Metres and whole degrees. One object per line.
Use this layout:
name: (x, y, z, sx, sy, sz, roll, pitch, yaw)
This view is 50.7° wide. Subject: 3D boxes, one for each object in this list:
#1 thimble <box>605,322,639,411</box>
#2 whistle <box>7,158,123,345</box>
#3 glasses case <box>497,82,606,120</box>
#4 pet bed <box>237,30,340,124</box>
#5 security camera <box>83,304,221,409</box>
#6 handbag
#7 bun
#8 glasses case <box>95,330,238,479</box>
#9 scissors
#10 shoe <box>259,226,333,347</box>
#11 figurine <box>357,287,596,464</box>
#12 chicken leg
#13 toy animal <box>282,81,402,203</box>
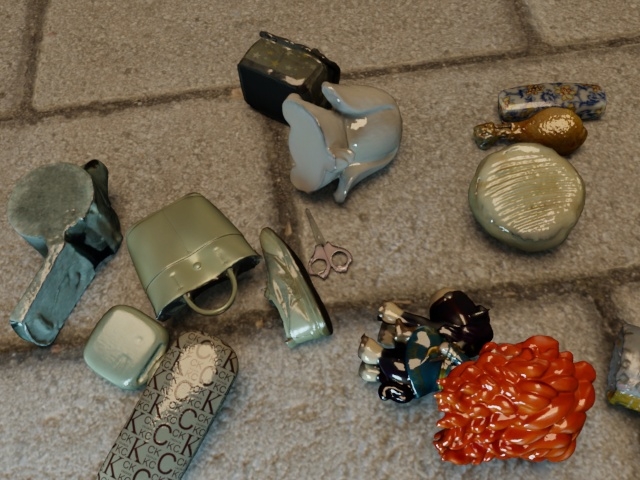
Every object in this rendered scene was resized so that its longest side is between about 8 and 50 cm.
thimble: (0.587, 0.234, 1.213, 0.118, 0.127, 0.151, 14, 66, 15)
whistle: (-0.536, 0.015, 1.430, 0.188, 0.168, 0.404, -10, 62, 0)
glasses case: (0.546, -0.328, 1.599, 0.248, 0.065, 0.087, -1, 60, 6)
pet bed: (-0.073, -0.397, 1.630, 0.211, 0.183, 0.159, 27, 66, 19)
security camera: (-0.316, 0.248, 1.319, 0.301, 0.080, 0.157, 31, 79, 9)
handbag: (-0.258, 0.052, 1.396, 0.241, 0.109, 0.315, -32, 55, -12)
bun: (0.428, -0.090, 1.420, 0.239, 0.141, 0.239, -1, 69, 3)
glasses case: (-0.273, 0.333, 1.220, 0.137, 0.085, 0.354, 28, 79, 4)
scissors: (0.000, 0.000, 1.477, 0.100, 0.015, 0.189, -20, 58, -4)
shoe: (-0.070, 0.091, 1.380, 0.098, 0.103, 0.275, -28, 58, 1)
figurine: (0.263, 0.235, 1.209, 0.306, 0.241, 0.412, -16, 36, -32)
chicken leg: (0.479, -0.248, 1.549, 0.252, 0.087, 0.107, -1, 66, 10)
toy animal: (0.070, -0.231, 1.512, 0.265, 0.271, 0.206, -20, 27, -33)
